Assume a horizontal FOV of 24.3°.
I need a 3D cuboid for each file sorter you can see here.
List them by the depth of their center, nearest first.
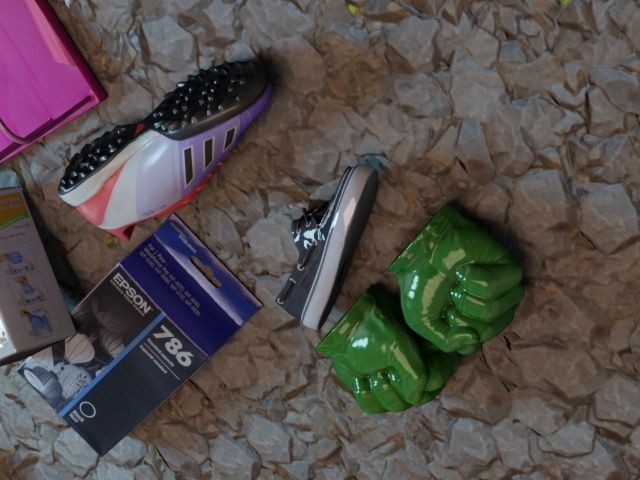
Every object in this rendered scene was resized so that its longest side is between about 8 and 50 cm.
[{"bbox_3d":[-0.447,-0.164,1.740,0.291,0.182,0.202,-25,102,33],"label":"file sorter"}]

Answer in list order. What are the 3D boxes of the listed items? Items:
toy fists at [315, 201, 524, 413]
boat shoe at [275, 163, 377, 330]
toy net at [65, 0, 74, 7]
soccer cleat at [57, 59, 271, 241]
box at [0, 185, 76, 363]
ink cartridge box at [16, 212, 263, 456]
[{"bbox_3d":[0.114,0.092,1.651,0.142,0.096,0.279,41,124,1],"label":"toy fists"},{"bbox_3d":[0.000,0.000,1.676,0.076,0.080,0.228,26,131,10],"label":"boat shoe"},{"bbox_3d":[-0.309,-0.345,1.579,0.122,0.045,0.232,126,131,-68],"label":"toy net"},{"bbox_3d":[-0.159,-0.100,1.695,0.318,0.108,0.116,-27,121,32],"label":"soccer cleat"},{"bbox_3d":[-0.407,0.049,1.842,0.114,0.103,0.203,-25,84,38],"label":"box"},{"bbox_3d":[-0.232,0.125,1.857,0.165,0.065,0.333,46,124,0],"label":"ink cartridge box"}]
